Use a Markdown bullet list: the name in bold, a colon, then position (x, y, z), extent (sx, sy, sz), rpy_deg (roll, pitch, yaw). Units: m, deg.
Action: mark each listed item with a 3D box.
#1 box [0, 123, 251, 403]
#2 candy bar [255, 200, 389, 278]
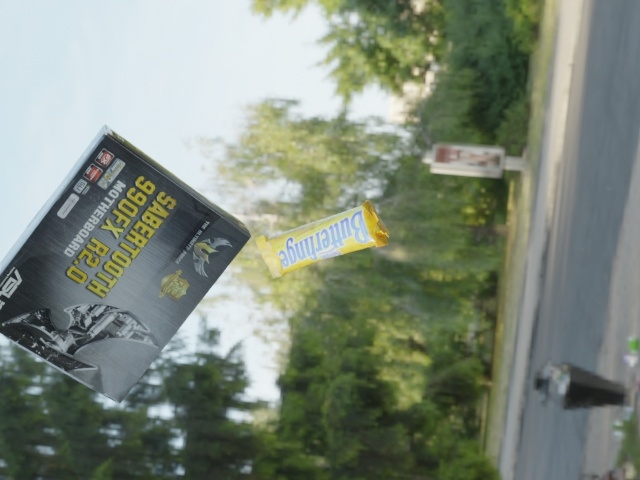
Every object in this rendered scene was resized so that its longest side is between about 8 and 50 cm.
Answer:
- **box**: position (-0.213, 0.027, 1.012), extent (0.231, 0.183, 0.056), rpy_deg (-51, 21, 6)
- **candy bar**: position (0.000, 0.000, 0.808), extent (0.018, 0.161, 0.040), rpy_deg (-29, -83, -37)
